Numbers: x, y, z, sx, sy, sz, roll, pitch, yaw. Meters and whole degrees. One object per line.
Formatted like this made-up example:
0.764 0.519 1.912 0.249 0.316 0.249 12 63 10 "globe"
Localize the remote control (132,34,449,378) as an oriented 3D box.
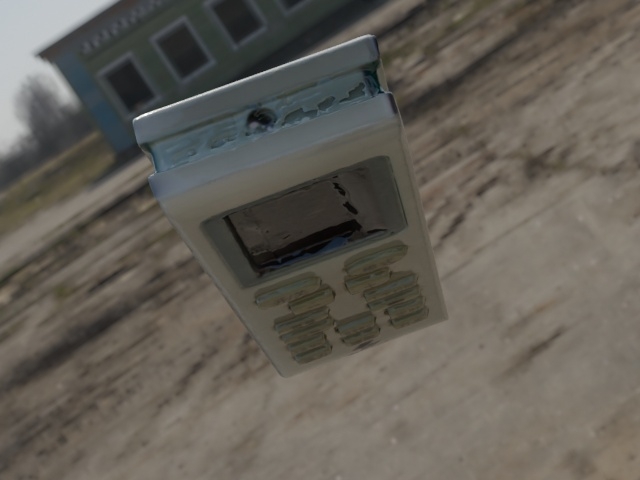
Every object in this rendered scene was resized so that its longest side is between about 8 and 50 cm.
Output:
0.000 0.000 0.669 0.103 0.055 0.277 -20 -21 2 "remote control"
